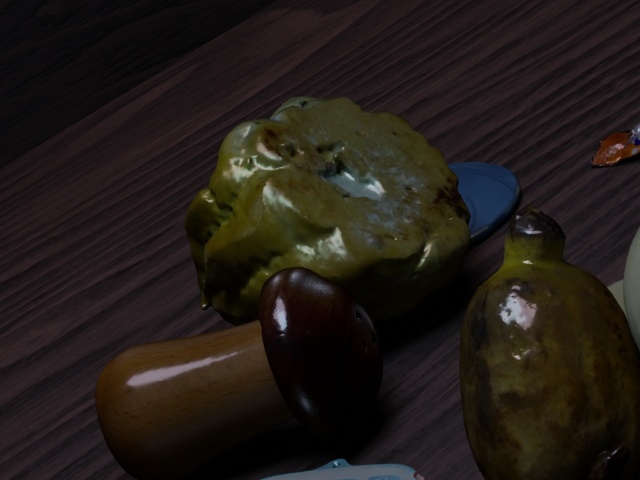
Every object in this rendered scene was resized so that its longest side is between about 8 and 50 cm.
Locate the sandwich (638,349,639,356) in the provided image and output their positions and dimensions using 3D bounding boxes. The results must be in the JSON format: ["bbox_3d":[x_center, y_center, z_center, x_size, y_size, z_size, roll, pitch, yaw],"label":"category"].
[{"bbox_3d":[0.268,0.131,1.612,0.244,0.090,0.088,-5,11,30],"label":"sandwich"}]

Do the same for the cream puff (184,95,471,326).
[{"bbox_3d":[0.001,0.000,1.998,0.324,0.291,0.257,-33,-18,-49],"label":"cream puff"}]

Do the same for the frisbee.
[{"bbox_3d":[0.118,-0.042,2.209,0.290,0.049,0.289,-19,22,8],"label":"frisbee"}]

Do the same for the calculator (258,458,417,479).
[{"bbox_3d":[-0.049,0.312,1.551,0.256,0.054,0.386,-10,24,28],"label":"calculator"}]

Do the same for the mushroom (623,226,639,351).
[{"bbox_3d":[0.425,0.045,1.383,0.336,0.314,0.314,-34,23,-3],"label":"mushroom"}]

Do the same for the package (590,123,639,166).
[{"bbox_3d":[0.402,-0.128,2.167,0.111,0.033,0.077,-21,41,41],"label":"package"}]

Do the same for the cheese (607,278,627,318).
[{"bbox_3d":[0.329,0.058,1.762,0.192,0.037,0.097,-43,29,-21],"label":"cheese"}]

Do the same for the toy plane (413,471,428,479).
[{"bbox_3d":[0.097,0.278,1.447,0.077,0.126,0.194,-46,4,40],"label":"toy plane"}]

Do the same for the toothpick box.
[{"bbox_3d":[-0.081,0.148,1.790,0.294,0.192,0.192,-21,21,17],"label":"toothpick box"}]

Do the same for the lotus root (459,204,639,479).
[{"bbox_3d":[0.204,0.124,1.493,0.169,0.314,0.141,5,-18,-34],"label":"lotus root"}]
